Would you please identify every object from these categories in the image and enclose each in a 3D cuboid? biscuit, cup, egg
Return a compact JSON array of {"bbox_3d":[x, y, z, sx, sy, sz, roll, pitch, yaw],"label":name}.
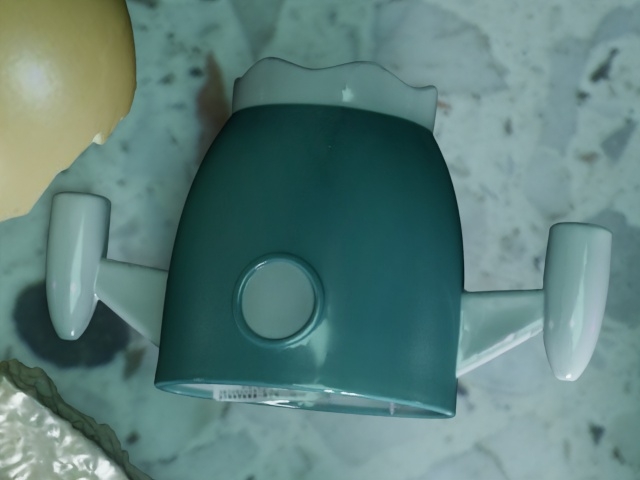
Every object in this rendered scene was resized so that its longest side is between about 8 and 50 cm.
[{"bbox_3d":[-0.116,0.174,0.934,0.133,0.032,0.250,-45,116,10],"label":"biscuit"},{"bbox_3d":[0.000,0.000,0.914,0.300,0.167,0.173,4,82,12],"label":"cup"},{"bbox_3d":[-0.209,-0.111,0.835,0.201,0.201,0.244,-46,123,-7],"label":"egg"}]
